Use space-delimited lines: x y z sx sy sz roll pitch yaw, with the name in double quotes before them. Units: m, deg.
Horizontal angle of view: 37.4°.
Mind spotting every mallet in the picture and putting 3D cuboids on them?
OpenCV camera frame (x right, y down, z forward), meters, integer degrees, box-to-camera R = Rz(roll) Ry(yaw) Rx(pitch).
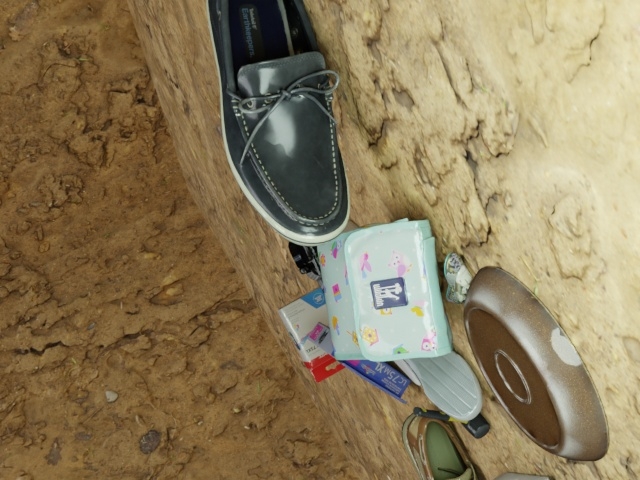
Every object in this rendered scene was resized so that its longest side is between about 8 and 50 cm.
"mallet" 0.233 0.318 1.668 0.189 0.039 0.062 14 -155 -50

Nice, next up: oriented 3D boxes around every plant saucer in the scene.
"plant saucer" 0.288 0.184 1.338 0.311 0.050 0.310 59 169 19

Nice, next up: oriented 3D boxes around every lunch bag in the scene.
"lunch bag" 0.111 0.081 1.531 0.262 0.160 0.223 170 91 -66

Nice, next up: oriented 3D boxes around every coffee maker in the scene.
"coffee maker" 0.000 0.000 2.062 0.178 0.120 0.171 159 107 -77

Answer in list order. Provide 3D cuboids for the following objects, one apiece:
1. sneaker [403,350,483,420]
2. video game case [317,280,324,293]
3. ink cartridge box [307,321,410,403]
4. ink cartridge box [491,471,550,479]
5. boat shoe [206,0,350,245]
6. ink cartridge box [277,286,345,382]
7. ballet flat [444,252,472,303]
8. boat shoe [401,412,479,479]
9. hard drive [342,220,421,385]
"sneaker" 0.217 0.232 1.704 0.091 0.094 0.258 41 -172 -44
"video game case" -0.029 -0.015 2.295 0.275 0.035 0.248 61 169 11
"ink cartridge box" 0.092 0.280 2.193 0.185 0.065 0.311 35 177 -14
"ink cartridge box" 0.382 0.611 1.598 0.395 0.166 0.285 61 168 8
"boat shoe" -0.069 -0.234 1.512 0.156 0.186 0.500 135 121 -70
"ink cartridge box" -0.004 0.257 2.552 0.231 0.134 0.078 62 168 0
"ballet flat" 0.211 0.060 1.430 0.041 0.041 0.114 54 166 35
"boat shoe" 0.273 0.508 1.966 0.324 0.122 0.120 61 165 4
"hard drive" 0.127 0.125 1.916 0.203 0.040 0.308 44 158 58
